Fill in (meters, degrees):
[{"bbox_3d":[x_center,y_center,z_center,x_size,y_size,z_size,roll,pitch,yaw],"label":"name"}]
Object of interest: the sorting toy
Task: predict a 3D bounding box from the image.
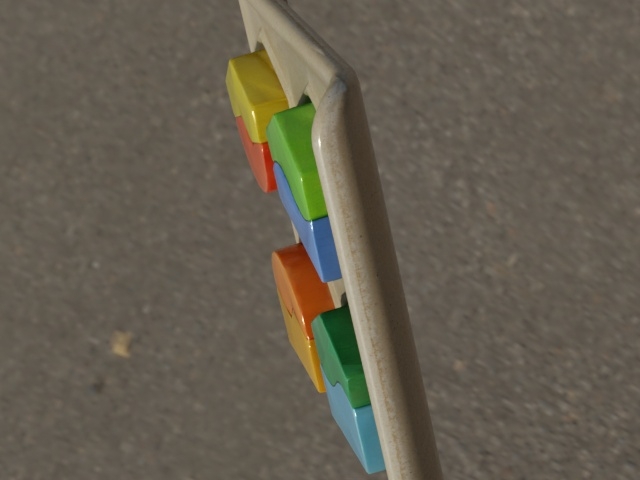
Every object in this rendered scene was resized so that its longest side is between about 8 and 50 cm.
[{"bbox_3d":[0.000,0.000,0.703,0.038,0.193,0.208,-15,24,-4],"label":"sorting toy"}]
